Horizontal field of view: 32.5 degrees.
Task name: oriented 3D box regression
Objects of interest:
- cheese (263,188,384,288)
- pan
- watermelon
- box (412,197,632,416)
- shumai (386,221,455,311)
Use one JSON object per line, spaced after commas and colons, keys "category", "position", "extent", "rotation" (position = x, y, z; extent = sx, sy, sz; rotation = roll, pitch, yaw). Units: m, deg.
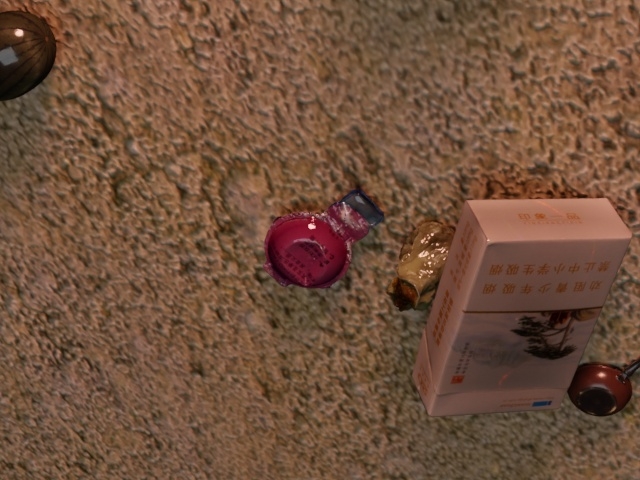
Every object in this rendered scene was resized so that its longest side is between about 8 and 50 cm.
{"category": "cheese", "position": [0.000, 0.000, 1.122], "extent": [0.145, 0.038, 0.095], "rotation": [-36, 110, 28]}
{"category": "pan", "position": [0.306, 0.148, 1.142], "extent": [0.068, 0.023, 0.115], "rotation": [39, 127, -11]}
{"category": "watermelon", "position": [-0.304, -0.177, 1.064], "extent": [0.110, 0.078, 0.078], "rotation": [-28, 113, 33]}
{"category": "box", "position": [0.188, 0.069, 1.060], "extent": [0.149, 0.067, 0.233], "rotation": [1, 129, -14]}
{"category": "shumai", "position": [0.107, 0.035, 1.086], "extent": [0.082, 0.080, 0.083], "rotation": [6, 124, 11]}
